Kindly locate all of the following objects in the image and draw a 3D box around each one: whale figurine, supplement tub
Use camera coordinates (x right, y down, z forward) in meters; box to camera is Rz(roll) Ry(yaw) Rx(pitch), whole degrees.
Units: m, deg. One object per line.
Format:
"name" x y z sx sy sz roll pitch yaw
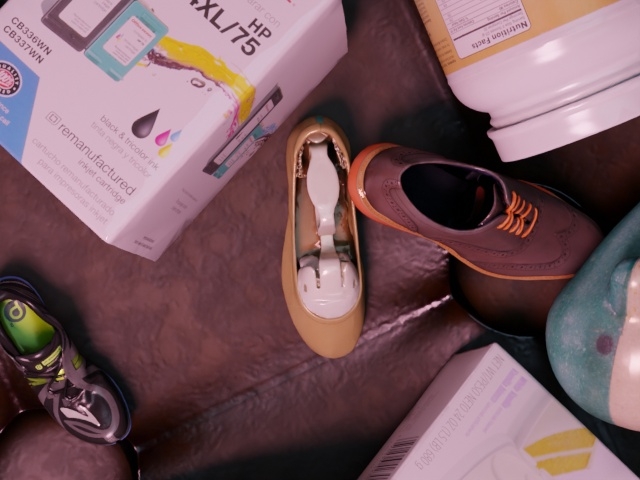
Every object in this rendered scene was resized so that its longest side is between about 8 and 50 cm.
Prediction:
"whale figurine" 0.294 0.034 1.102 0.141 0.216 0.272 15 93 30
"supplement tub" 0.189 -0.249 1.042 0.228 0.228 0.316 -24 95 -3

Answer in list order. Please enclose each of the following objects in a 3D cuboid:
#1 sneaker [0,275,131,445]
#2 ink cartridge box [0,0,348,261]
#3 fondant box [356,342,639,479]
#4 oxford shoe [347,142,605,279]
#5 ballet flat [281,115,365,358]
"sneaker" -0.248 0.116 1.099 0.067 0.078 0.188 -37 96 -2
"ink cartridge box" -0.137 -0.151 1.020 0.198 0.197 0.270 42 88 6
"fondant box" 0.192 0.292 1.101 0.330 0.096 0.238 44 66 -7
"oxford shoe" 0.161 -0.017 1.101 0.271 0.098 0.096 15 89 -22
"ballet flat" 0.000 0.000 1.117 0.080 0.073 0.232 -7 94 -4
